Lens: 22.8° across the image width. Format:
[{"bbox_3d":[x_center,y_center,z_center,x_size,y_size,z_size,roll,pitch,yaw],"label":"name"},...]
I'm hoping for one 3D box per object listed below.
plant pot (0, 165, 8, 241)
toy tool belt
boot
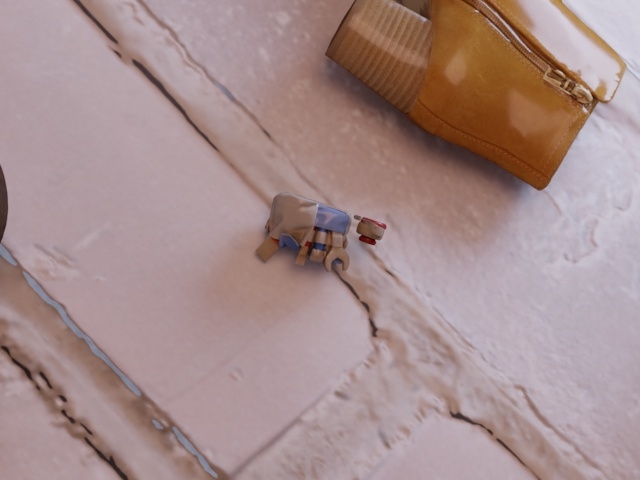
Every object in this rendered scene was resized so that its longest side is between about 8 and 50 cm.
[{"bbox_3d":[-0.302,-0.015,0.938,0.215,0.215,0.230,52,28,12],"label":"plant pot"},{"bbox_3d":[0.000,0.000,1.120,0.083,0.052,0.051,18,92,-3],"label":"toy tool belt"},{"bbox_3d":[0.148,-0.193,1.231,0.211,0.104,0.295,29,65,-6],"label":"boot"}]
